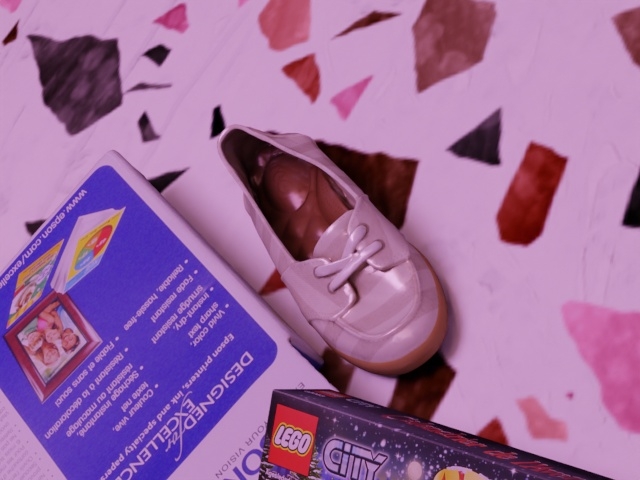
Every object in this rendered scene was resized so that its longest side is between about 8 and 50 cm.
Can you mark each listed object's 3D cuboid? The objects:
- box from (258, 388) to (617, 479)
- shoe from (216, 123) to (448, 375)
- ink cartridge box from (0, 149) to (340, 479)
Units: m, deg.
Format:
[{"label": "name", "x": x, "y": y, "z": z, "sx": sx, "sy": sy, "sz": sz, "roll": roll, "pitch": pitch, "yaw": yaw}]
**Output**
[{"label": "box", "x": 0.058, "y": 0.172, "z": 0.899, "sx": 0.233, "sy": 0.044, "sz": 0.159, "roll": 13, "pitch": 97, "yaw": 44}, {"label": "shoe", "x": 0.000, "y": 0.000, "z": 1.101, "sx": 0.076, "sy": 0.058, "sz": 0.219, "roll": -45, "pitch": 43, "yaw": 6}, {"label": "ink cartridge box", "x": -0.145, "y": 0.136, "z": 1.126, "sx": 0.303, "sy": 0.072, "sz": 0.307, "roll": -47, "pitch": 45, "yaw": 2}]
